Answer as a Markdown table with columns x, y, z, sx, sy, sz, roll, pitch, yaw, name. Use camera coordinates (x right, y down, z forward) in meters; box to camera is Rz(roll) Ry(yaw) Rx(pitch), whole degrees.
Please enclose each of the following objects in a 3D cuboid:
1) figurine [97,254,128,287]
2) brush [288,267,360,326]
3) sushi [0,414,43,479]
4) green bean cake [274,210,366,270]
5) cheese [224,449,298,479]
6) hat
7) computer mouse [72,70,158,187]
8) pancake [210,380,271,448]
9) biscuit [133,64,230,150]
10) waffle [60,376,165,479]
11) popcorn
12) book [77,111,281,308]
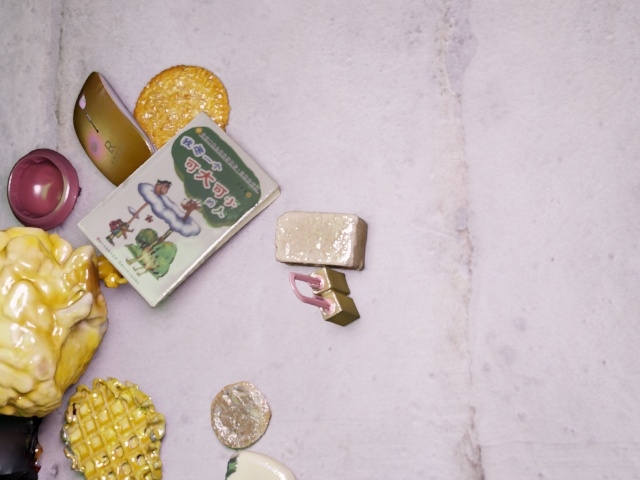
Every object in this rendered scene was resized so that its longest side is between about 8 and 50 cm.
| x | y | z | sx | sy | sz | roll | pitch | yaw | name |
| --- | --- | --- | --- | --- | --- | --- | --- | --- | --- |
| -0.439 | 0.066 | 1.922 | 0.176 | 0.122 | 0.121 | -3 | 117 | 30 | figurine |
| 0.000 | 0.099 | 1.670 | 0.047 | 0.233 | 0.103 | -27 | 69 | 17 | brush |
| -0.719 | 0.485 | 1.900 | 0.215 | 0.213 | 0.227 | -7 | 38 | -11 | sushi |
| 0.000 | 0.000 | 1.771 | 0.179 | 0.085 | 0.109 | 5 | 83 | 22 | green bean cake |
| -0.072 | 0.492 | 1.728 | 0.251 | 0.054 | 0.127 | 3 | 81 | 22 | cheese |
| -0.647 | -0.118 | 2.060 | 0.205 | 0.089 | 0.206 | -2 | 84 | 19 | hat |
| -0.485 | -0.253 | 2.006 | 0.310 | 0.071 | 0.158 | 52 | 123 | 23 | computer mouse |
| -0.168 | 0.360 | 1.808 | 0.139 | 0.022 | 0.140 | -4 | 80 | 22 | pancake |
| -0.324 | -0.283 | 1.985 | 0.253 | 0.035 | 0.254 | -4 | 79 | 22 | biscuit |
| -0.454 | 0.435 | 1.892 | 0.280 | 0.060 | 0.262 | 11 | 85 | 24 | waffle |
| -0.637 | 0.168 | 1.851 | 0.354 | 0.344 | 0.390 | 32 | 71 | -14 | popcorn |
| -0.303 | -0.070 | 1.863 | 0.371 | 0.043 | 0.260 | -44 | 75 | -7 | book |
